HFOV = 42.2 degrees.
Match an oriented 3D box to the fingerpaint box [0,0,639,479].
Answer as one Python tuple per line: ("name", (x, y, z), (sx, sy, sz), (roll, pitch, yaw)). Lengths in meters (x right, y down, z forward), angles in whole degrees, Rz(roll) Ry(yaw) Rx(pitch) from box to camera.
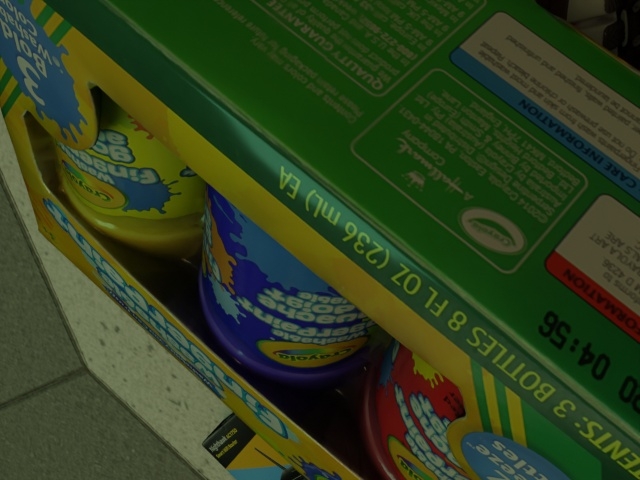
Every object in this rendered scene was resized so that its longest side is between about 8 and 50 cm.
("fingerpaint box", (0.000, 0.000, 0.514), (0.445, 0.163, 0.371), (40, 154, 12))

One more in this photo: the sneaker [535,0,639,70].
("sneaker", (0.119, -0.107, 0.537), (0.163, 0.106, 0.281), (7, 110, 34))

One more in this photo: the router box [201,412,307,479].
("router box", (-0.025, 0.205, 0.834), (0.133, 0.046, 0.179), (45, 131, 1))
